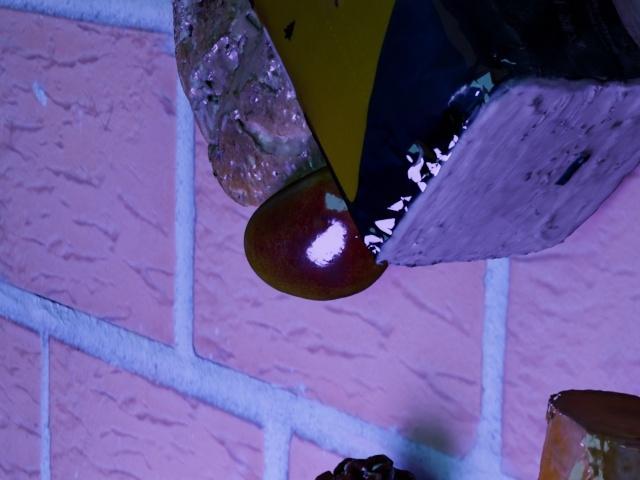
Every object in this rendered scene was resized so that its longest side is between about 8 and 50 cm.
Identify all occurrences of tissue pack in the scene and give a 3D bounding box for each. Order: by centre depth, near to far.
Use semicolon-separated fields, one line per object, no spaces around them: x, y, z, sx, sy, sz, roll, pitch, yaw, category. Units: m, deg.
0.103;-0.221;1.654;0.264;0.253;0.416;-53;51;45;tissue pack

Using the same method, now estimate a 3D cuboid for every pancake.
-0.062;-0.217;2.039;0.387;0.082;0.387;29;124;55;pancake

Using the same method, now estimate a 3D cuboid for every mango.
0.000;0.000;1.954;0.111;0.133;0.267;-59;14;-27;mango

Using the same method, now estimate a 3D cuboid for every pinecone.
0.045;0.282;1.906;0.121;0.140;0.140;80;175;-78;pinecone

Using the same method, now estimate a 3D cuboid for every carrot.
0.254;0.269;1.599;0.196;0.196;0.254;21;103;52;carrot
